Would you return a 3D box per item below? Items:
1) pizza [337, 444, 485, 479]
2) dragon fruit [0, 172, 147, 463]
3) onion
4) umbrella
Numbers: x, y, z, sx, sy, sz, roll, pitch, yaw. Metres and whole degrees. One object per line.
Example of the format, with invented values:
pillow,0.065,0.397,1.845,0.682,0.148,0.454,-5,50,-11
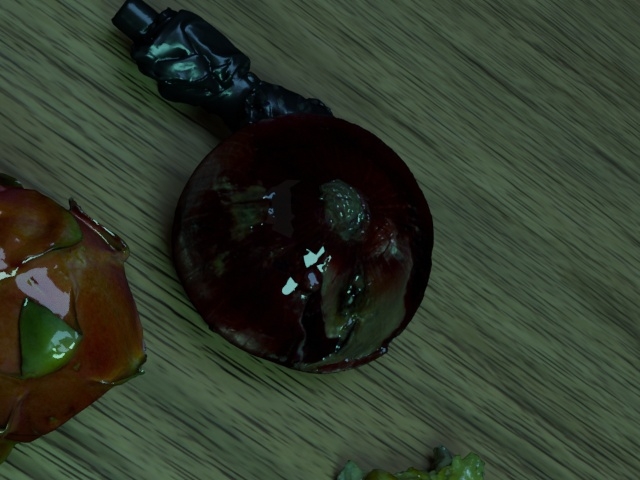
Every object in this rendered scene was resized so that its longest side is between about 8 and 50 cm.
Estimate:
pizza,0.122,0.303,1.394,0.323,0.089,0.223,-3,67,-39
dragon fruit,-0.263,0.056,1.184,0.227,0.224,0.224,44,45,-12
onion,0.000,0.000,1.404,0.272,0.195,0.272,2,83,-19
umbrella,-0.104,-0.162,1.527,0.272,0.110,0.122,37,46,-5
